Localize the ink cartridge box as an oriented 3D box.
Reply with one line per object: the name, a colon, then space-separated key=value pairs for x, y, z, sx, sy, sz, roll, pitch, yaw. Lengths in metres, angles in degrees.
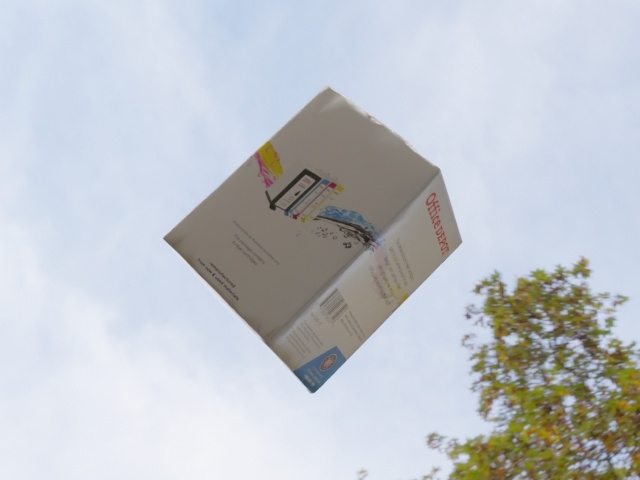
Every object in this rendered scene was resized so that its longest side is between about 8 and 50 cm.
ink cartridge box: x=0.000 y=0.000 z=0.942 sx=0.233 sy=0.171 sz=0.168 roll=-44 pitch=-118 yaw=-8
